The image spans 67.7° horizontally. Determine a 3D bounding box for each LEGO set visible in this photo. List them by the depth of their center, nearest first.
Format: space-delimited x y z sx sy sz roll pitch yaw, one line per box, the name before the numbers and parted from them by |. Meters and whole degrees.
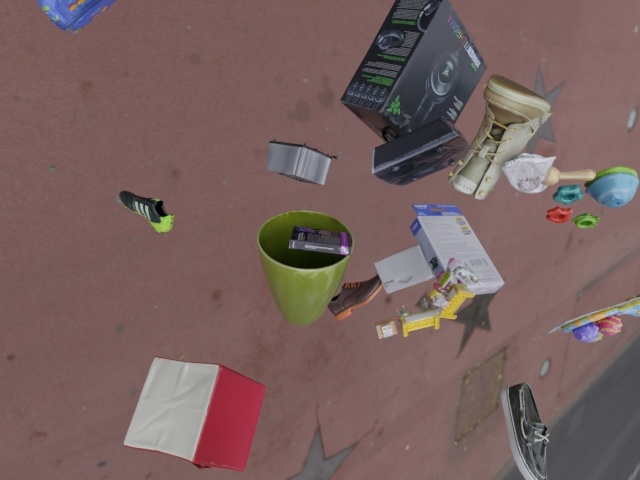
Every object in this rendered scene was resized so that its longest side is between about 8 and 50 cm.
LEGO set | 0.263 0.146 1.197 0.287 0.107 0.132 -41 127 23

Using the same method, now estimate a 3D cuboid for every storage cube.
storage cube | -0.260 0.369 1.023 0.193 0.184 0.215 50 46 -53

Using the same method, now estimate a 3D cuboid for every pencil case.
pencil case | -0.522 -0.600 1.112 0.119 0.306 0.133 34 45 -53

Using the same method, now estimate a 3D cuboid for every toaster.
toaster | -0.064 -0.258 1.583 0.168 0.186 0.110 10 95 -54

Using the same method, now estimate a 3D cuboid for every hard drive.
hard drive | 0.193 -0.162 0.909 0.255 0.172 0.054 -3 73 -69

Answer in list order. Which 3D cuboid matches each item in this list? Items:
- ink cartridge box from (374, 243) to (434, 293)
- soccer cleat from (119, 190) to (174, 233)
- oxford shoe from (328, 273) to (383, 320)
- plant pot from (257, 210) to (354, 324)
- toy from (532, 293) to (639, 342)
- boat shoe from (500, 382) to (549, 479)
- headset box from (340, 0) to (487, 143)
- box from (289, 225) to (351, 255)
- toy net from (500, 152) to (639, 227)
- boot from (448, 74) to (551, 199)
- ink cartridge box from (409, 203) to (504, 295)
ink cartridge box | 0.361 0.067 1.666 0.289 0.211 0.121 -18 82 -47
soccer cleat | -0.460 -0.091 1.270 0.072 0.179 0.060 -59 167 22
oxford shoe | 0.132 0.190 1.761 0.271 0.098 0.097 -40 -177 20
plant pot | -0.052 0.108 1.431 0.275 0.275 0.293 -26 137 -34
toy | 0.566 0.167 0.958 0.237 0.056 0.137 -18 156 -13
boat shoe | 0.470 0.433 1.075 0.078 0.070 0.219 16 52 -31
headset box | 0.209 -0.344 1.069 0.246 0.131 0.283 28 92 -47
box | 0.000 0.000 1.284 0.162 0.116 0.029 8 110 -1
toy net | 0.362 -0.085 0.726 0.232 0.122 0.045 16 60 -16
boot | 0.244 -0.138 0.680 0.213 0.077 0.165 -8 136 -58
ink cartridge box | 0.392 0.022 1.426 0.186 0.311 0.065 -2 144 -25
